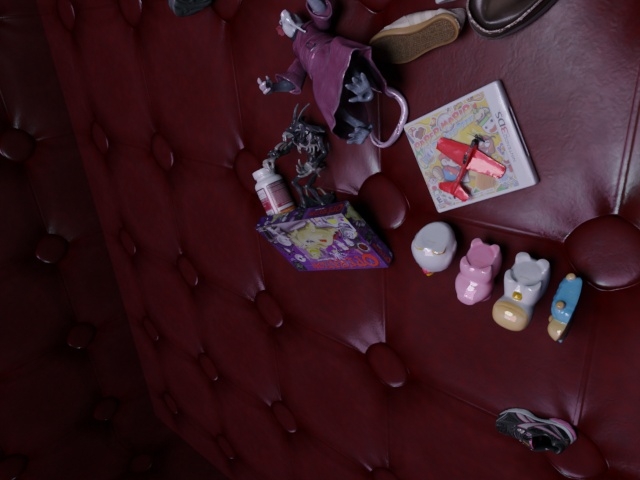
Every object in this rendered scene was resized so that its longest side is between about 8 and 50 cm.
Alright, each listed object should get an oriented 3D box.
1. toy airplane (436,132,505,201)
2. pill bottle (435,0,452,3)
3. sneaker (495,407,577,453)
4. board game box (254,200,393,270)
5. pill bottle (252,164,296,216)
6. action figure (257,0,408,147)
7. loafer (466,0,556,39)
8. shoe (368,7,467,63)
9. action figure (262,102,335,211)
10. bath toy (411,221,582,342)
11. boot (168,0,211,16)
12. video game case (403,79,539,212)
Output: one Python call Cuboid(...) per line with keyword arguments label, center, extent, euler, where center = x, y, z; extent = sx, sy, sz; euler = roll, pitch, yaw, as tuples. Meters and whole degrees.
Cuboid(label="toy airplane", center=(0.283, -0.143, 0.995), extent=(0.151, 0.028, 0.151), euler=(22, 125, 34))
Cuboid(label="pill bottle", center=(0.224, -0.487, 0.874), extent=(0.067, 0.067, 0.120), euler=(1, 112, 45))
Cuboid(label="sneaker", center=(0.473, 0.434, 1.126), extent=(0.178, 0.077, 0.072), euler=(-14, 100, 49))
Cuboid(label="board game box", center=(0.000, 0.000, 1.323), extent=(0.346, 0.056, 0.208), euler=(-7, 140, 47))
Cuboid(label="pill bottle", center=(-0.133, -0.133, 1.423), extent=(0.086, 0.086, 0.152), euler=(-19, 97, 49))
Cuboid(label="action figure", center=(0.023, -0.401, 1.078), extent=(0.248, 0.275, 0.370), euler=(-57, 49, 34))
Cuboid(label="loafer", center=(0.338, -0.454, 0.728), extent=(0.134, 0.130, 0.366), euler=(53, 139, 9))
Cuboid(label="shoe", center=(0.187, -0.403, 0.976), extent=(0.219, 0.058, 0.076), euler=(6, 146, 48))
Cuboid(label="action figure", center=(-0.050, -0.198, 1.263), extent=(0.164, 0.141, 0.276), euler=(12, 123, 46))
Cuboid(label="bath toy", center=(0.345, 0.081, 1.032), extent=(0.348, 0.151, 0.129), euler=(28, 165, 33))
Cuboid(label="boot", center=(-0.390, -0.855, 1.235), extent=(0.445, 0.146, 0.367), euler=(52, 130, 7))
Cuboid(label="video game case", center=(0.295, -0.179, 1.006), extent=(0.227, 0.026, 0.206), euler=(-17, 99, 49))
